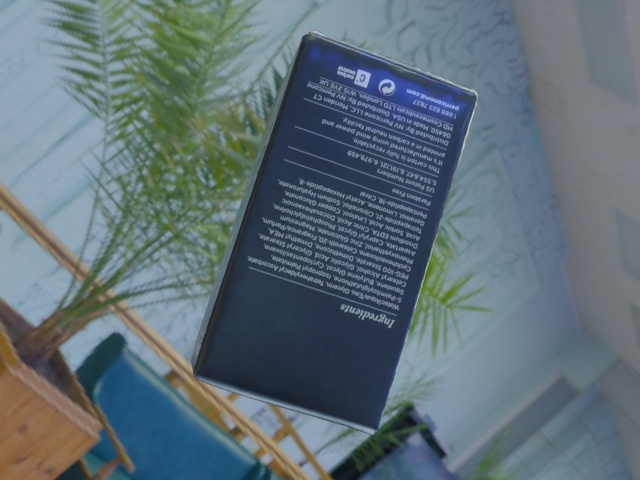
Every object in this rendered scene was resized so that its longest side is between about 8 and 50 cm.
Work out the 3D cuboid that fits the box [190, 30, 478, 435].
[{"bbox_3d":[0.000,0.000,1.060,0.212,0.396,0.293,18,-8,-8],"label":"box"}]
